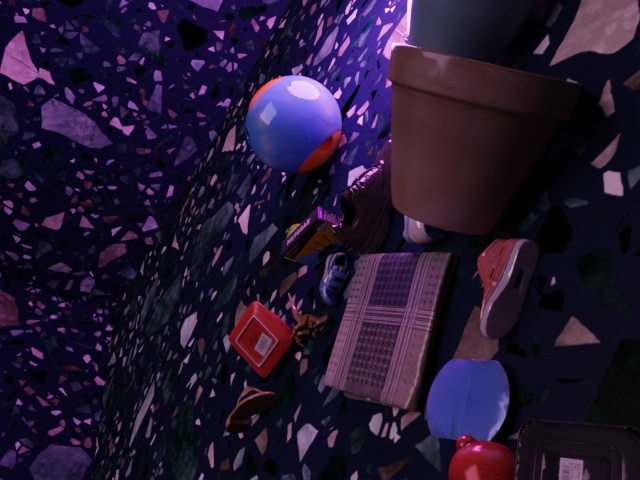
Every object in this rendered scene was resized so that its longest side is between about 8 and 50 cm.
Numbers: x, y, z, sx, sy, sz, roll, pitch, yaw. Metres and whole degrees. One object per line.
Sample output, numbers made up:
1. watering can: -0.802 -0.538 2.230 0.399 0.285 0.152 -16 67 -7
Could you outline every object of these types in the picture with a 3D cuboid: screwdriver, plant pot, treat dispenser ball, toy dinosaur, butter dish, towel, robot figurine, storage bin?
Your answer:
1. screwdriver: 0.230 -0.573 1.694 0.025 0.024 0.170 -33 31 4
2. plant pot: 0.248 -0.173 1.066 0.323 0.323 0.281 -129 49 -61
3. treat dispenser ball: -0.079 -0.341 1.795 0.288 0.288 0.288 -43 35 41
4. toy dinosaur: -0.038 0.211 1.559 0.211 0.064 0.112 6 57 54
5. butter dish: -0.141 0.261 1.646 0.160 0.118 0.160 43 112 20
6. towel: 0.140 0.179 1.253 0.312 0.056 0.324 -4 64 58
7. robot figurine: -0.068 0.003 1.752 0.101 0.067 0.115 76 -148 -83
8. plant pot: 0.296 -0.475 1.243 0.272 0.271 0.255 -116 39 -57
9. storage bin: 0.334 0.292 0.738 0.180 0.084 0.122 -19 53 56

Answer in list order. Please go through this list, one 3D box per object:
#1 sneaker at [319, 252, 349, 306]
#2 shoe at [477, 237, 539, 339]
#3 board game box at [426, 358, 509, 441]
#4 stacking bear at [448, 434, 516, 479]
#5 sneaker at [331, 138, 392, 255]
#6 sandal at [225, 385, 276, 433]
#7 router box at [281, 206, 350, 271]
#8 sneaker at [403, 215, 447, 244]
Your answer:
1. sneaker: 0.037 0.092 1.500 0.059 0.053 0.144 -27 48 50
2. shoe: 0.296 0.077 1.010 0.081 0.063 0.178 8 71 65
3. board game box: 0.247 0.264 0.988 0.168 0.033 0.133 -13 53 53
4. stacking bear: 0.207 0.413 0.807 0.164 0.175 0.289 80 -154 -54
5. sneaker: 0.118 -0.114 1.422 0.109 0.130 0.287 0 68 64
6. sandal: -0.198 0.435 1.636 0.240 0.088 0.079 -52 35 38
7. router box: 0.000 0.000 1.550 0.179 0.133 0.046 -44 34 41
8. sneaker: 0.220 -0.102 1.266 0.092 0.087 0.229 -24 47 57
